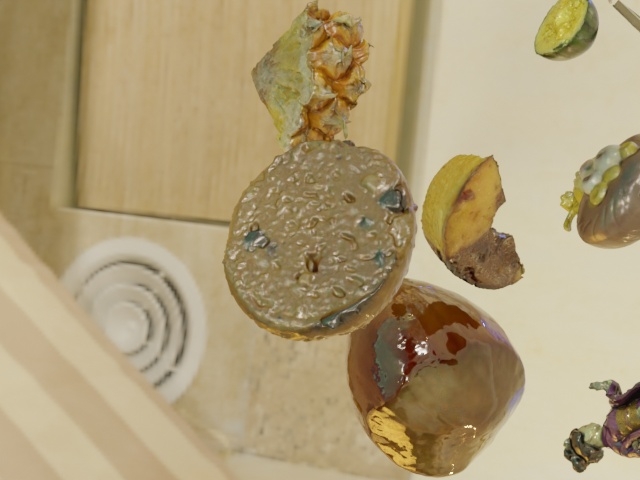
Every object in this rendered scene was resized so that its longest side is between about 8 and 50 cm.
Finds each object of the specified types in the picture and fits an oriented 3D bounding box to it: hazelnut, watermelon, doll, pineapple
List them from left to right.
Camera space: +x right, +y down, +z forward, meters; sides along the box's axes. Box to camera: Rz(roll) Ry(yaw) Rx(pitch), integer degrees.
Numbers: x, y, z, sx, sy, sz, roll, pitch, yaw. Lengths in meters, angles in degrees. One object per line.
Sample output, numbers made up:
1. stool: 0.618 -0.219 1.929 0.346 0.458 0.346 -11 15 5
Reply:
1. pineapple: -0.021 -0.237 1.933 0.114 0.186 0.236 13 101 -39
2. hazelnut: 0.195 0.246 2.373 0.366 0.366 0.365 7 90 -68
3. watermelon: 0.350 -0.292 1.805 0.062 0.105 0.105 27 65 -22
4. doll: 0.327 -0.051 1.476 0.096 0.188 0.145 40 59 -15

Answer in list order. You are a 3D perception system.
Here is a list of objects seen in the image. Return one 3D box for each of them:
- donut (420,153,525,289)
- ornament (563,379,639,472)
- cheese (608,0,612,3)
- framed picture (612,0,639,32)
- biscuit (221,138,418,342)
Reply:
1. donut: 0.246 -0.016 2.243 0.151 0.112 0.295 -35 130 -15
2. ornament: 0.284 0.146 1.149 0.088 0.203 0.081 -22 82 -48
3. cheese: 0.210 -0.317 1.129 0.135 0.052 0.244 39 33 -65
4. framed picture: 0.561 -0.270 1.980 0.019 0.209 0.281 -52 -160 18
5. biscuit: 0.000 0.001 1.772 0.075 0.296 0.296 48 53 -59
